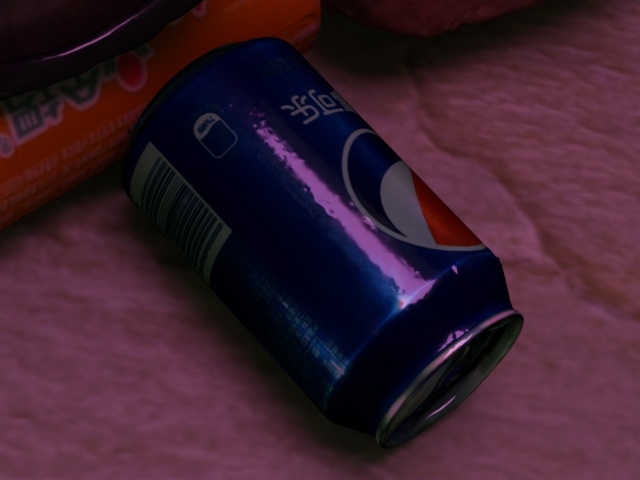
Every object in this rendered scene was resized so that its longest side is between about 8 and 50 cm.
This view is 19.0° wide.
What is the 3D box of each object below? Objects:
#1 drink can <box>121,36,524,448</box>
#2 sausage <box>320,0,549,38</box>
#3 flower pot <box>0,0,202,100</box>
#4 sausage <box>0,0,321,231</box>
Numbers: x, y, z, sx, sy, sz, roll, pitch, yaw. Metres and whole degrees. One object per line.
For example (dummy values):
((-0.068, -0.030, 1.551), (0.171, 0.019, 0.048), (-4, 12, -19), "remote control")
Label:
((0.000, 0.000, 0.950), (0.118, 0.118, 0.205), (-32, 70, -32), "drink can")
((0.100, -0.205, 1.104), (0.280, 0.152, 0.152), (-21, 64, -28), "sausage")
((-0.174, -0.241, 0.868), (0.266, 0.266, 0.267), (-22, 62, -28), "flower pot")
((-0.137, -0.072, 0.976), (0.312, 0.093, 0.093), (-33, 70, -32), "sausage")
